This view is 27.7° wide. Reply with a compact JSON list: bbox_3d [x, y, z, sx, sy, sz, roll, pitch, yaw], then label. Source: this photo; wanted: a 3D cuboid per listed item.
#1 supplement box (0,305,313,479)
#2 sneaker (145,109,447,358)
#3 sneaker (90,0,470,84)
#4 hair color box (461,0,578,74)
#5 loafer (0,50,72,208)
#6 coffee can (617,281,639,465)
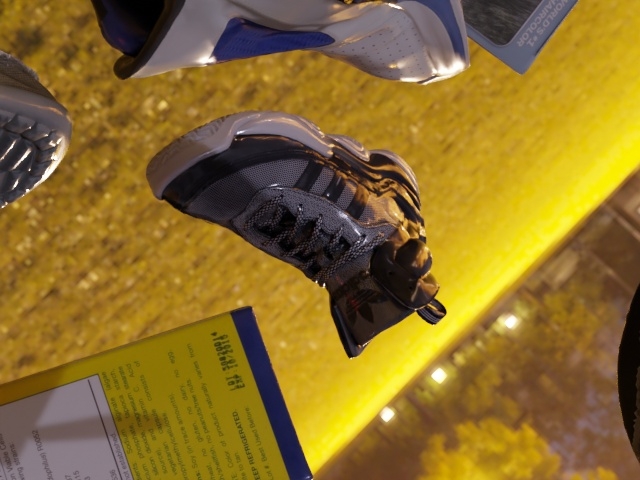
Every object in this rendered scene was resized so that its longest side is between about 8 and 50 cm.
[{"bbox_3d":[-0.220,0.225,1.355,0.357,0.194,0.195,-17,171,-17],"label":"supplement box"},{"bbox_3d":[0.000,0.000,0.946,0.101,0.153,0.269,-39,150,31],"label":"sneaker"},{"bbox_3d":[-0.025,-0.154,0.696,0.182,0.127,0.315,-9,176,13],"label":"sneaker"},{"bbox_3d":[0.181,-0.297,1.246,0.185,0.114,0.374,-53,-168,15],"label":"hair color box"},{"bbox_3d":[-0.211,-0.071,0.478,0.251,0.087,0.094,11,140,-34],"label":"loafer"},{"bbox_3d":[0.286,0.103,0.587,0.201,0.201,0.275,-47,129,2],"label":"coffee can"}]
